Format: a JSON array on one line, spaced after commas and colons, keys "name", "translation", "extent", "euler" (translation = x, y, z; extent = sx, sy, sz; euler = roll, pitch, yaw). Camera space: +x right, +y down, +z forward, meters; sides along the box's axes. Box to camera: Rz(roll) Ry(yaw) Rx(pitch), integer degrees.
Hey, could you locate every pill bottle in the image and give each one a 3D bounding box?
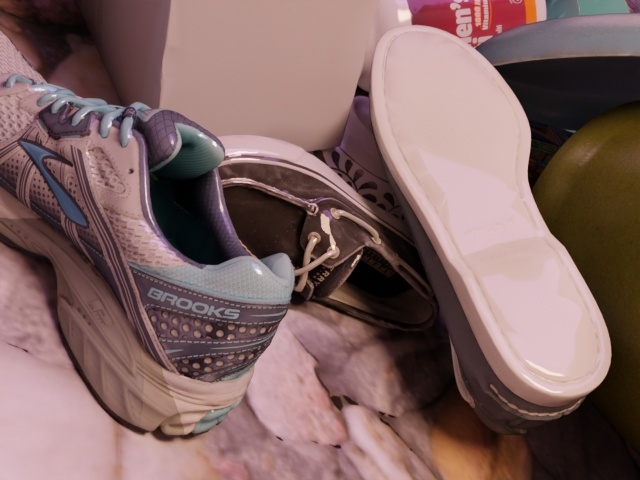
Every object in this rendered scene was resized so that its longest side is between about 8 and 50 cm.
[{"name": "pill bottle", "translation": [0.089, -0.203, 1.007], "extent": [0.221, 0.121, 0.121], "euler": [-11, 50, -21]}]

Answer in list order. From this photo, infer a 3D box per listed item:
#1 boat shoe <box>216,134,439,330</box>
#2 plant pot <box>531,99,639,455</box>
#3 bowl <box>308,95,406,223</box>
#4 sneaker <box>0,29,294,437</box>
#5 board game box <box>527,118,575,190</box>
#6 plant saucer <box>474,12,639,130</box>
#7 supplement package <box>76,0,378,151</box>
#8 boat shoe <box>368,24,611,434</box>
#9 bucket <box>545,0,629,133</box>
[{"name": "boat shoe", "translation": [0.000, 0.000, 0.716], "extent": [0.219, 0.078, 0.070], "euler": [25, 33, -34]}, {"name": "plant pot", "translation": [0.329, 0.045, 0.743], "extent": [0.366, 0.366, 0.353], "euler": [19, 7, -33]}, {"name": "bowl", "translation": [0.032, -0.060, 0.845], "extent": [0.170, 0.080, 0.170], "euler": [30, 29, -19]}, {"name": "sneaker", "translation": [-0.112, -0.038, 0.588], "extent": [0.283, 0.122, 0.110], "euler": [48, 28, 17]}, {"name": "board game box", "translation": [0.179, -0.050, 0.914], "extent": [0.201, 0.035, 0.136], "euler": [11, 45, -32]}, {"name": "plant saucer", "translation": [0.261, -0.133, 0.882], "extent": [0.318, 0.043, 0.317], "euler": [5, -2, 0]}, {"name": "supplement package", "translation": [-0.071, -0.191, 0.749], "extent": [0.149, 0.194, 0.203], "euler": [-10, 51, -24]}, {"name": "boat shoe", "translation": [0.098, -0.014, 0.752], "extent": [0.116, 0.099, 0.319], "euler": [-7, 58, -19]}, {"name": "bucket", "translation": [0.321, -0.153, 1.226], "extent": [0.281, 0.183, 0.281], "euler": [29, 30, -18]}]
